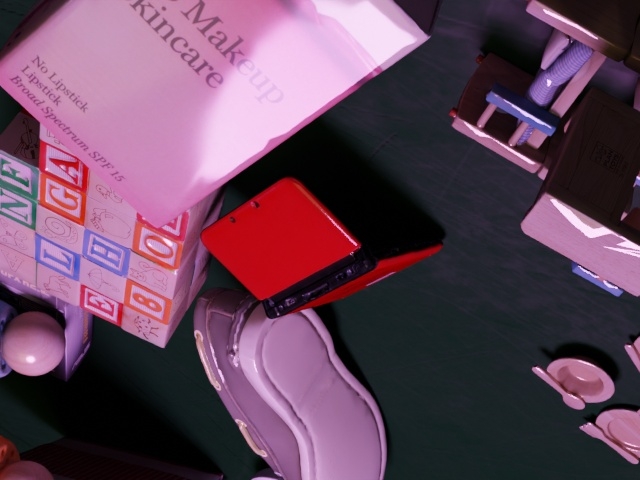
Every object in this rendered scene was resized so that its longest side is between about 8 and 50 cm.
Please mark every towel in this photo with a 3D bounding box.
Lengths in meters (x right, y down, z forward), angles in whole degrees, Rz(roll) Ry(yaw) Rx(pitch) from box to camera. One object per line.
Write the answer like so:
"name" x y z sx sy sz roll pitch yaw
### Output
"towel" -0.279 0.279 1.415 0.237 0.329 0.037 10 102 26

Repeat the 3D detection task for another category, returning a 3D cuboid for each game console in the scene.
"game console" 0.000 0.000 1.054 0.144 0.124 0.085 -29 79 51

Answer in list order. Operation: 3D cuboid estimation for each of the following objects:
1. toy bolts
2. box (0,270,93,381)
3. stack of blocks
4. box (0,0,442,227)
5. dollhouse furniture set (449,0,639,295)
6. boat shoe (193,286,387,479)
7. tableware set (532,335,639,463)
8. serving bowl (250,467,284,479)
"toy bolts" -0.310 0.153 1.311 0.158 0.218 0.229 5 107 11
"box" -0.334 0.028 1.328 0.231 0.056 0.183 24 144 7
"stack of blocks" -0.167 -0.053 1.082 0.171 0.087 0.297 26 145 4
"box" -0.057 -0.139 0.809 0.232 0.127 0.148 -33 113 33
"dollhouse furniture set" 0.139 -0.054 0.782 0.129 0.184 0.129 29 145 0
"boat shoe" -0.023 0.150 1.226 0.091 0.109 0.305 17 147 36
"tableware set" 0.259 0.127 1.068 0.141 0.020 0.168 45 142 -21
"serving bowl" -0.034 0.266 1.441 0.083 0.027 0.083 19 143 15
